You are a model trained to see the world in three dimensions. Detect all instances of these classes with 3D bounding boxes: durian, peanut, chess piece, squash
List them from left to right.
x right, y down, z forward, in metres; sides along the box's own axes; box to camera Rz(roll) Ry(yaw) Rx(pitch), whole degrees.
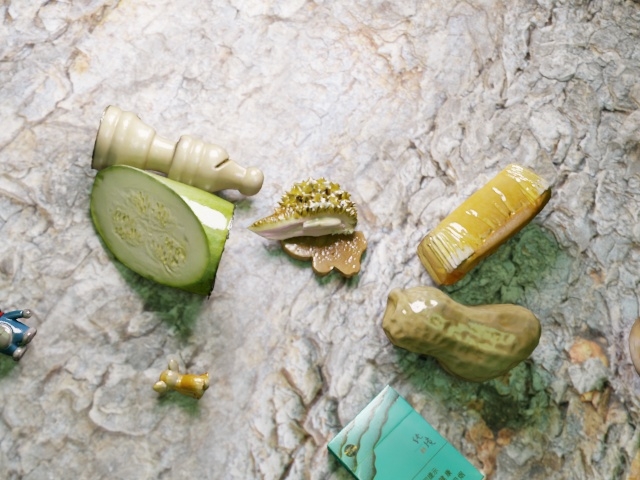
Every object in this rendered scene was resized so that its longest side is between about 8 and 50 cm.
[{"bbox_3d":[-0.292,-0.019,1.095,0.261,0.189,0.189,18,70,-10],"label":"squash"},{"bbox_3d":[-0.258,-0.145,1.176,0.307,0.138,0.124,17,30,-13],"label":"chess piece"},{"bbox_3d":[-0.031,-0.060,1.190,0.224,0.078,0.140,-18,71,-21],"label":"durian"},{"bbox_3d":[0.259,0.177,1.168,0.291,0.143,0.159,12,79,-2],"label":"peanut"}]

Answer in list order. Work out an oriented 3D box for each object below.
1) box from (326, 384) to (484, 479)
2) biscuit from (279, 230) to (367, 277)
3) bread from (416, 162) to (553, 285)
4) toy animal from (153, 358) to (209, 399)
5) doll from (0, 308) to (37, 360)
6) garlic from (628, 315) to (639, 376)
[{"bbox_3d":[0.144,0.387,1.096,0.161,0.042,0.226,-38,65,-21],"label":"box"},{"bbox_3d":[0.001,0.006,1.228,0.184,0.027,0.133,11,67,-8],"label":"biscuit"},{"bbox_3d":[0.319,-0.031,1.240,0.288,0.152,0.119,-38,78,-20],"label":"bread"},{"bbox_3d":[-0.240,0.243,1.084,0.083,0.081,0.060,27,71,-24],"label":"toy animal"},{"bbox_3d":[-0.558,0.141,1.047,0.152,0.085,0.114,32,88,-11],"label":"doll"},{"bbox_3d":[0.761,0.226,1.228,0.339,0.196,0.151,5,88,-12],"label":"garlic"}]
